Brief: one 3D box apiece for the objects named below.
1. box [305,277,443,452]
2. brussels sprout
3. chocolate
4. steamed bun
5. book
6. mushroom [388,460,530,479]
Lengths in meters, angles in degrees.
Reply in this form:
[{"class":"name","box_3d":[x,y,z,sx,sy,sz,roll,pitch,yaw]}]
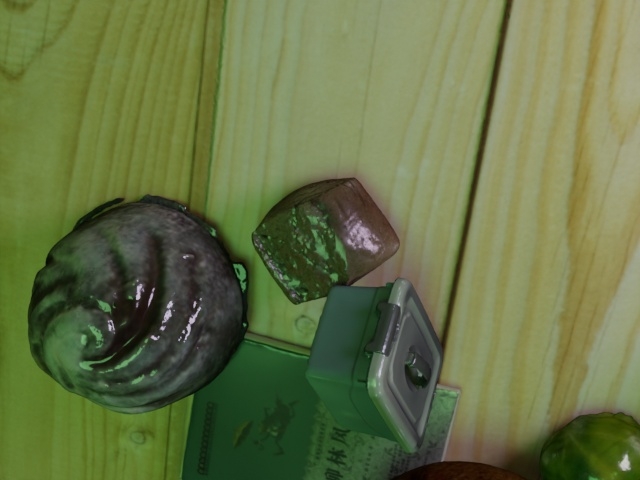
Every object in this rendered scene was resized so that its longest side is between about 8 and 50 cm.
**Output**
[{"class":"box","box_3d":[0.078,0.159,1.437,0.130,0.162,0.227,5,150,24]},{"class":"brussels sprout","box_3d":[0.367,0.307,1.472,0.149,0.122,0.151,45,113,-1]},{"class":"chocolate","box_3d":[-0.272,0.101,1.506,0.303,0.213,0.303,5,106,19]},{"class":"steamed bun","box_3d":[0.000,0.000,1.468,0.175,0.106,0.145,-30,100,25]},{"class":"book","box_3d":[-0.008,0.281,1.611,0.379,0.031,0.264,13,110,10]},{"class":"mushroom","box_3d":[0.210,0.461,1.472,0.345,0.260,0.346,12,132,14]}]
